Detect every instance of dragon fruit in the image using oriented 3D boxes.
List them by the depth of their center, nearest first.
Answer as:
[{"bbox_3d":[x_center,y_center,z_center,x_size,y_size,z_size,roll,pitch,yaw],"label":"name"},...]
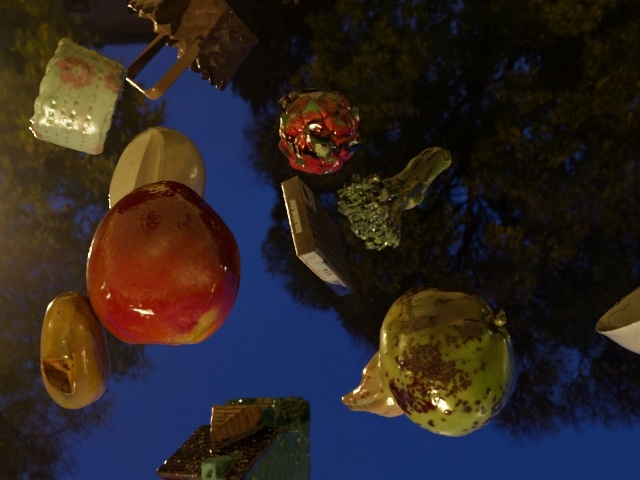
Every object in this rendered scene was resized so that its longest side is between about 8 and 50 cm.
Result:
[{"bbox_3d":[-0.005,-0.229,1.363,0.182,0.182,0.189,1,-104,-1],"label":"dragon fruit"}]

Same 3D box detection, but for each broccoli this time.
[{"bbox_3d":[0.169,-0.110,1.362,0.304,0.145,0.165,-39,-89,-34],"label":"broccoli"}]

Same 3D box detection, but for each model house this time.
[{"bbox_3d":[-0.193,0.438,1.368,0.280,0.230,0.248,-13,161,37],"label":"model house"}]

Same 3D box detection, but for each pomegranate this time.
[{"bbox_3d":[0.150,0.179,0.992,0.276,0.204,0.222,-8,-151,19],"label":"pomegranate"}]

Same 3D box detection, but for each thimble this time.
[{"bbox_3d":[-0.482,-0.285,1.330,0.149,0.211,0.185,18,-156,-18],"label":"thimble"}]

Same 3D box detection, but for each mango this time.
[{"bbox_3d":[-0.484,0.213,1.302,0.129,0.262,0.167,-4,-154,-16],"label":"mango"}]

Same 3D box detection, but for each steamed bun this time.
[{"bbox_3d":[-0.390,-0.136,1.654,0.177,0.283,0.283,17,-158,-42],"label":"steamed bun"}]

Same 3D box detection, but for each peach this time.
[{"bbox_3d":[-0.305,0.043,1.296,0.307,0.308,0.333,1,-108,-2],"label":"peach"}]

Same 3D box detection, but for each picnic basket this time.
[{"bbox_3d":[-0.357,-0.503,1.694,0.321,0.291,0.254,-48,-140,-3],"label":"picnic basket"}]

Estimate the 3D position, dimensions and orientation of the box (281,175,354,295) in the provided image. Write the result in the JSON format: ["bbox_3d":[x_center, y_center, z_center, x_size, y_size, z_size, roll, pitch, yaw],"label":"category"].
[{"bbox_3d":[0.000,0.001,1.520,0.047,0.325,0.181,-17,-114,11],"label":"box"}]

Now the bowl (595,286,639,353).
[{"bbox_3d":[0.439,0.091,0.798,0.189,0.189,0.086,-29,-99,-35],"label":"bowl"}]
